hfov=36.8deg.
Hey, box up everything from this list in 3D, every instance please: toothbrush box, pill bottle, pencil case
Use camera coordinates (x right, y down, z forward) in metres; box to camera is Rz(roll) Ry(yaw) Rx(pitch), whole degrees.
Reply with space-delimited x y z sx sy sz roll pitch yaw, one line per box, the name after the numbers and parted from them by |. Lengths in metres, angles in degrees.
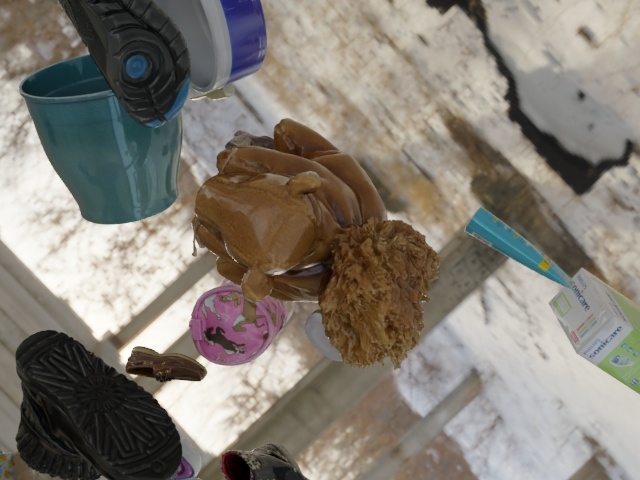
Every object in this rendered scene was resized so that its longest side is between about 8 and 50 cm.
0.666 0.215 2.111 0.283 0.122 0.206 33 -160 -21 | toothbrush box
0.072 0.142 2.007 0.119 0.208 0.119 29 144 24 | pill bottle
-0.150 0.137 1.928 0.160 0.167 0.386 50 -173 -2 | pencil case

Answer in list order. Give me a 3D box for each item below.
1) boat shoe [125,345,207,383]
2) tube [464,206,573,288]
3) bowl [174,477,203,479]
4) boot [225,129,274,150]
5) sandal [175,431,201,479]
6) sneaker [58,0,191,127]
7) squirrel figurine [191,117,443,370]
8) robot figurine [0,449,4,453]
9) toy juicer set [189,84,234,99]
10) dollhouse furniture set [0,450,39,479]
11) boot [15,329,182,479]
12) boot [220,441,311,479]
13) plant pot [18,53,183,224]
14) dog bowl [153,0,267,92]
-0.321 0.269 1.994 0.178 0.060 0.064 10 137 16 | boat shoe
0.350 0.019 1.673 0.207 0.052 0.080 35 -157 9 | tube
-0.310 0.633 1.807 0.077 0.391 0.391 11 162 23 | bowl
-0.144 -0.197 2.042 0.106 0.037 0.114 16 -159 -1 | boot
-0.424 0.393 2.000 0.416 0.169 0.102 36 -138 -16 | sandal
-0.291 -0.318 1.369 0.139 0.125 0.341 35 154 48 | sneaker
0.000 0.000 1.386 0.397 0.281 0.370 32 -178 8 | squirrel figurine
-0.809 0.524 2.115 0.278 0.173 0.209 45 179 2 | robot figurine
-0.293 -0.361 1.989 0.209 0.090 0.329 6 175 37 | toy juicer set
-0.617 0.532 1.542 0.362 0.256 0.394 2 -111 -38 | dollhouse furniture set
-0.359 0.325 1.536 0.348 0.131 0.260 38 136 27 | boot
-0.082 0.493 1.875 0.236 0.085 0.178 46 -166 28 | boot
-0.359 -0.176 1.686 0.271 0.271 0.255 -136 33 -59 | plant pot
-0.203 -0.400 1.680 0.265 0.104 0.265 45 149 37 | dog bowl
